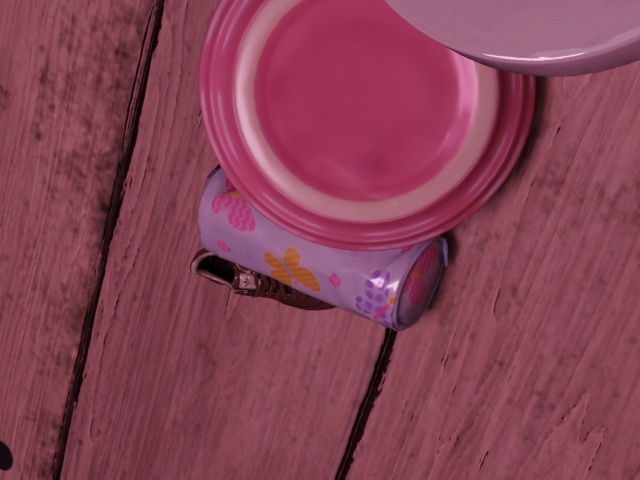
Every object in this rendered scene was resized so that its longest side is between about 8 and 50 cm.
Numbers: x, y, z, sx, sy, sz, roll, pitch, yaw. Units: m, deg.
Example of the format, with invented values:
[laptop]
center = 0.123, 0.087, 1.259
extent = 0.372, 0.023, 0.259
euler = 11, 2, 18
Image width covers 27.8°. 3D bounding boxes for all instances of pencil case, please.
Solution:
[pencil case]
center = 0.000, 0.000, 1.405
extent = 0.273, 0.124, 0.113
euler = 24, 138, 24

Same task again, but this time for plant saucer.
[plant saucer]
center = 0.044, -0.147, 1.250
extent = 0.332, 0.084, 0.332
euler = 1, 102, 3

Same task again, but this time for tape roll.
[tape roll]
center = 0.199, -0.333, 1.086
extent = 0.392, 0.072, 0.392
euler = -1, 87, 24

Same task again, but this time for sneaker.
[sneaker]
center = -0.064, 0.048, 1.486
extent = 0.188, 0.071, 0.066
euler = 13, 113, 28
